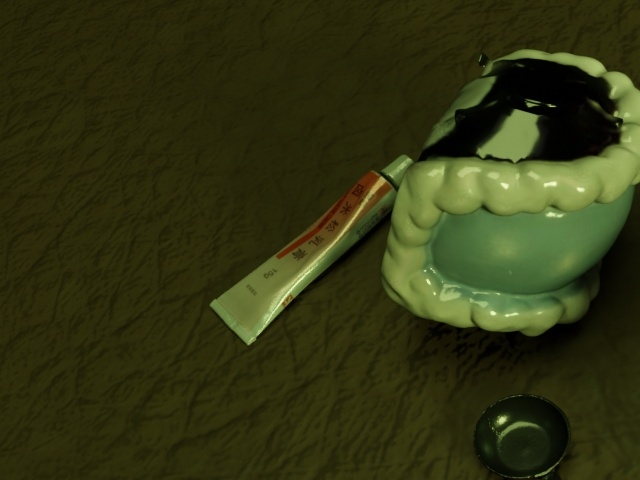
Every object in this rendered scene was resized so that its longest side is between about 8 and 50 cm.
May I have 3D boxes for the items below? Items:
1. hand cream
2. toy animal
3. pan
[{"bbox_3d":[0.000,0.001,0.981,0.216,0.038,0.052,-41,22,-10],"label":"hand cream"},{"bbox_3d":[0.149,-0.028,0.841,0.156,0.204,0.208,23,42,18],"label":"toy animal"},{"bbox_3d":[0.152,0.157,0.790,0.068,0.023,0.115,-27,44,-4],"label":"pan"}]
